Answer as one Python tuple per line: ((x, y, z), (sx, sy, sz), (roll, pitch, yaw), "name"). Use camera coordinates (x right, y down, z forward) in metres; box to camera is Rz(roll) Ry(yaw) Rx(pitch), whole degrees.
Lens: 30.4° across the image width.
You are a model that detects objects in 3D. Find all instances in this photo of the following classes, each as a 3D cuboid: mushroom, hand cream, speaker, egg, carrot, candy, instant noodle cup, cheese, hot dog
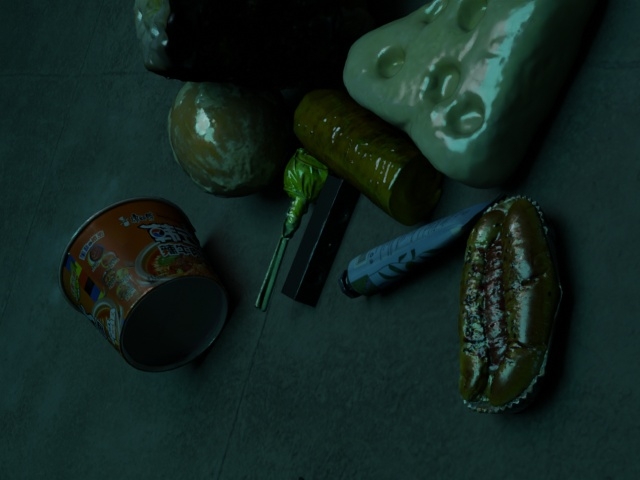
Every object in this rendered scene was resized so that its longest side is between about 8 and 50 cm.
((0.027, -0.394, 1.876), (0.092, 0.081, 0.223), (-36, 46, 3), "mushroom")
((0.124, 0.011, 1.562), (0.271, 0.091, 0.058), (-31, 90, 42), "hand cream")
((0.000, 0.000, 1.753), (0.046, 0.040, 0.191), (25, 94, 55), "speaker")
((-0.144, -0.176, 1.888), (0.203, 0.203, 0.245), (-43, 42, 32), "egg")
((0.063, -0.129, 1.673), (0.302, 0.114, 0.114), (43, 108, 50), "carrot")
((-0.048, -0.016, 1.781), (0.077, 0.073, 0.262), (151, 139, -69), "candy")
((-0.275, 0.082, 1.926), (0.192, 0.250, 0.250), (47, 112, 41), "instant noodle cup")
((0.201, -0.272, 1.549), (0.328, 0.129, 0.351), (-57, 38, 12), "cheese")
((0.223, 0.075, 1.397), (0.144, 0.075, 0.268), (-21, 55, 49), "hot dog")

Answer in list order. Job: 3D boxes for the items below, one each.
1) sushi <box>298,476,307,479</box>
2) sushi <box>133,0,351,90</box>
((0.012, 0.408, 1.552), (0.201, 0.031, 0.139), (18, 89, 58), "sushi")
((-0.126, -0.380, 1.762), (0.281, 0.294, 0.299), (108, 151, -41), "sushi")
